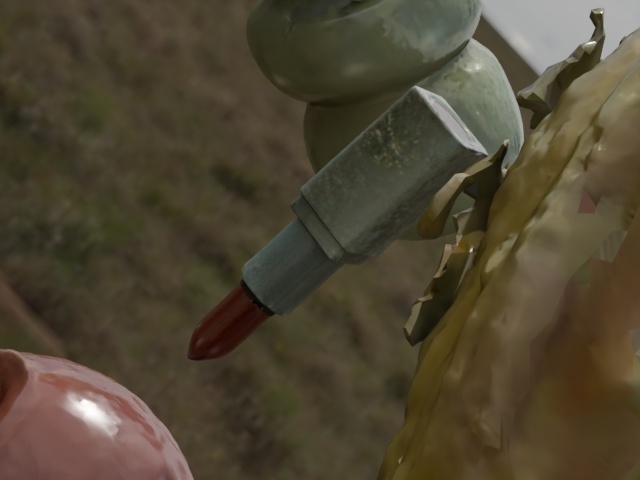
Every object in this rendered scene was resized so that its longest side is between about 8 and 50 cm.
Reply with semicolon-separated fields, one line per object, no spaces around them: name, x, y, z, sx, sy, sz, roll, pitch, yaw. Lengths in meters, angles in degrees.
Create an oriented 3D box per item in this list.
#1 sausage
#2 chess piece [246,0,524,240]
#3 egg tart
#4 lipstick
sausage;-0.126;0.171;0.823;0.148;0.254;0.148;11;-14;3
chess piece;0.012;-0.153;1.098;0.182;0.182;0.330;-117;-177;-69
egg tart;0.121;0.081;0.415;0.118;0.288;0.288;11;-21;42
lipstick;-0.001;0.000;0.691;0.030;0.129;0.030;53;16;18
